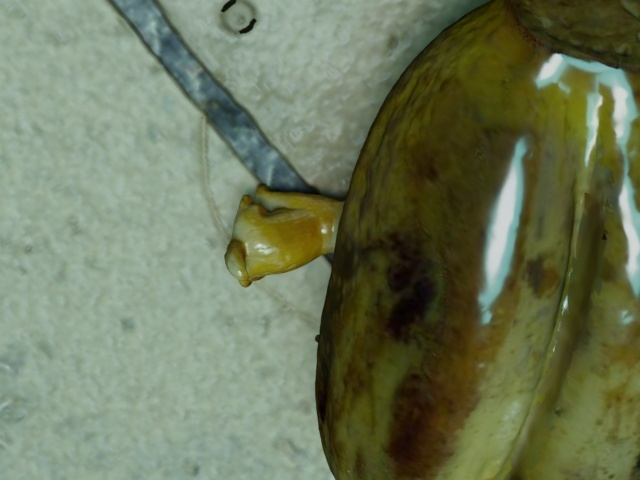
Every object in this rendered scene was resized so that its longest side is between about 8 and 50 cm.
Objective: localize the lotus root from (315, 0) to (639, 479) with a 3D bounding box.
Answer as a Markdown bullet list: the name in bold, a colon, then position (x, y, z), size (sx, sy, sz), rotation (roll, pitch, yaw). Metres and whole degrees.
- **lotus root**: position (0.104, 0.019, 0.913), size (0.193, 0.193, 0.291), rotation (8, 114, -4)

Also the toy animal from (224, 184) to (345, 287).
- **toy animal**: position (0.000, 0.000, 0.980), size (0.083, 0.081, 0.060), rotation (8, 108, 17)
